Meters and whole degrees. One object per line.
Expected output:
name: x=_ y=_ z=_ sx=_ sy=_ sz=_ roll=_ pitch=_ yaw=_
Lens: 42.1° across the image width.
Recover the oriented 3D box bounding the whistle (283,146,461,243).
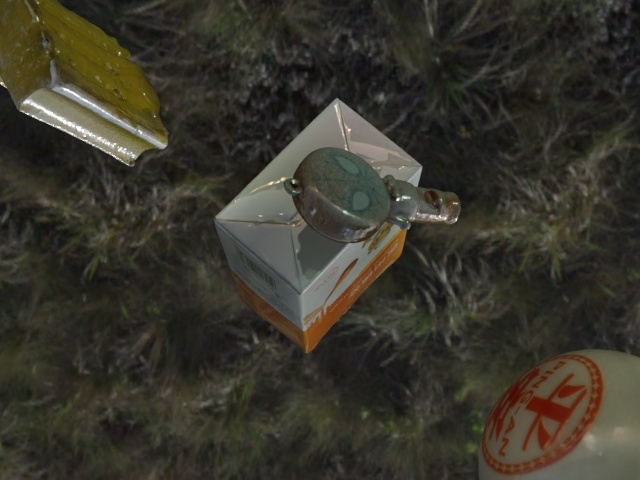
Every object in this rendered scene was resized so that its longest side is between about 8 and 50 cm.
whistle: x=0.055 y=-0.043 z=0.883 sx=0.220 sy=0.107 sz=0.057 roll=4 pitch=144 yaw=-32

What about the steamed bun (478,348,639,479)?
steamed bun: x=0.249 y=0.204 z=0.824 sx=0.145 sy=0.231 sz=0.232 roll=36 pitch=123 yaw=-19

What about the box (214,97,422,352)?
box: x=0.000 y=0.000 z=1.113 sx=0.143 sy=0.225 sz=0.341 roll=41 pitch=166 yaw=13

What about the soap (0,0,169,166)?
soap: x=-0.395 y=-0.264 z=1.330 sx=0.143 sy=0.259 sz=0.281 roll=-37 pitch=154 yaw=10
